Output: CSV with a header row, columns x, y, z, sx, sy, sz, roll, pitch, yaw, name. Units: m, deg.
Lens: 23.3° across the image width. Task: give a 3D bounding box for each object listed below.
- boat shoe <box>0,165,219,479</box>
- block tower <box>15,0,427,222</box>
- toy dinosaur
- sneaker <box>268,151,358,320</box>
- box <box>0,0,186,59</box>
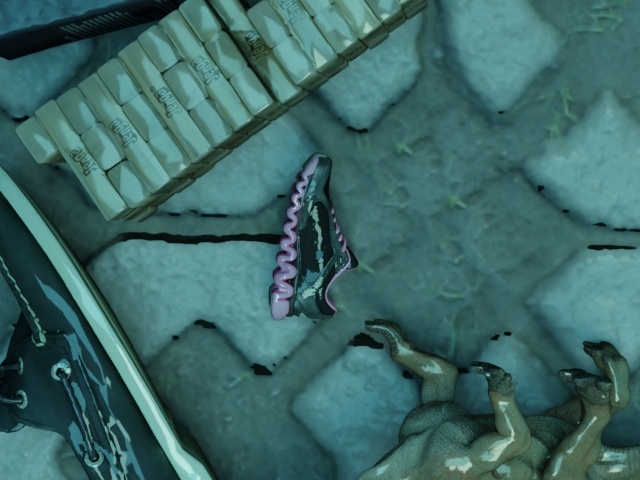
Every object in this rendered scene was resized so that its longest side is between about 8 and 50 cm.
x,y,z,sx,sy,sz,roll,pitch,yaw,name
-0.166,0.110,1.037,0.113,0.127,0.340,-32,98,-6,boat shoe
-0.035,-0.136,1.034,0.335,0.091,0.097,-35,88,6,block tower
0.116,0.168,1.019,0.295,0.127,0.200,5,100,-7,toy dinosaur
0.000,0.000,1.061,0.057,0.047,0.119,11,100,-2,sneaker
-0.171,-0.218,1.044,0.158,0.093,0.156,-14,91,7,box
